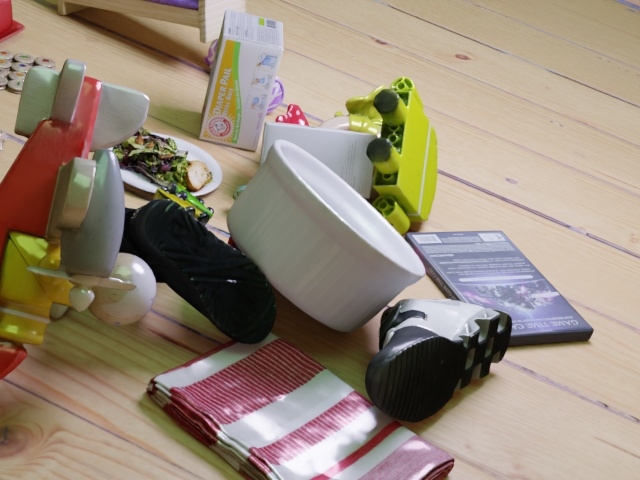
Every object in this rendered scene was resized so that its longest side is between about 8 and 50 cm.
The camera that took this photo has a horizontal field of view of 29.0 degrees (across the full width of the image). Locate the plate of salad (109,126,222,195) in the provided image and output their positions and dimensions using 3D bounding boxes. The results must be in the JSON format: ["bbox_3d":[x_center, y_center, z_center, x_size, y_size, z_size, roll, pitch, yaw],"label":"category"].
[{"bbox_3d":[-0.252,-0.131,1.981,0.199,0.048,0.200,13,31,-8],"label":"plate of salad"}]

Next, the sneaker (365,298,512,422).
[{"bbox_3d":[0.122,0.147,1.659,0.146,0.123,0.330,21,17,28],"label":"sneaker"}]

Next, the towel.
[{"bbox_3d":[-0.023,0.226,1.525,0.329,0.037,0.237,33,33,26],"label":"towel"}]

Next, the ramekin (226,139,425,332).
[{"bbox_3d":[0.000,0.000,1.717,0.277,0.135,0.277,41,11,-10],"label":"ramekin"}]

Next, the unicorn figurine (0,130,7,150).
[{"bbox_3d":[-0.556,-0.178,1.898,0.162,0.060,0.111,30,28,-11],"label":"unicorn figurine"}]

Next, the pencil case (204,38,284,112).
[{"bbox_3d":[-0.144,-0.312,2.306,0.088,0.086,0.206,-30,43,-9],"label":"pencil case"}]

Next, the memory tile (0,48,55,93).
[{"bbox_3d":[-0.517,-0.290,2.139,0.113,0.012,0.148,10,31,-13],"label":"memory tile"}]

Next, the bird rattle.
[{"bbox_3d":[0.043,-0.162,2.121,0.253,0.143,0.207,-19,62,-42],"label":"bird rattle"}]

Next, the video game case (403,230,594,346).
[{"bbox_3d":[0.276,0.070,1.951,0.196,0.026,0.274,-2,36,-30],"label":"video game case"}]

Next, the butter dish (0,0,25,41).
[{"bbox_3d":[-0.621,-0.425,2.202,0.160,0.118,0.160,22,29,9],"label":"butter dish"}]

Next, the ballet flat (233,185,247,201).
[{"bbox_3d":[-0.044,-0.045,1.941,0.188,0.070,0.070,5,32,-14],"label":"ballet flat"}]

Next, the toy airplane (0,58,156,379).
[{"bbox_3d":[-0.301,-0.014,1.449,0.272,0.384,0.386,33,30,-10],"label":"toy airplane"}]

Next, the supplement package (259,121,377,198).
[{"bbox_3d":[-0.007,-0.131,2.001,0.179,0.105,0.105,6,6,-5],"label":"supplement package"}]

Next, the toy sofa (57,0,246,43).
[{"bbox_3d":[-0.322,-0.500,2.350,0.362,0.177,0.150,15,28,24],"label":"toy sofa"}]

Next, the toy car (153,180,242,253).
[{"bbox_3d":[-0.177,-0.024,1.805,0.239,0.053,0.225,33,3,-32],"label":"toy car"}]

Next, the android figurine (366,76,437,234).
[{"bbox_3d":[0.136,-0.132,2.009,0.056,0.248,0.273,2,-17,20],"label":"android figurine"}]

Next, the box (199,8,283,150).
[{"bbox_3d":[-0.136,-0.272,2.119,0.103,0.203,0.114,11,32,-10],"label":"box"}]

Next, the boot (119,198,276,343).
[{"bbox_3d":[-0.191,0.036,1.648,0.246,0.094,0.207,46,-22,-24],"label":"boot"}]
